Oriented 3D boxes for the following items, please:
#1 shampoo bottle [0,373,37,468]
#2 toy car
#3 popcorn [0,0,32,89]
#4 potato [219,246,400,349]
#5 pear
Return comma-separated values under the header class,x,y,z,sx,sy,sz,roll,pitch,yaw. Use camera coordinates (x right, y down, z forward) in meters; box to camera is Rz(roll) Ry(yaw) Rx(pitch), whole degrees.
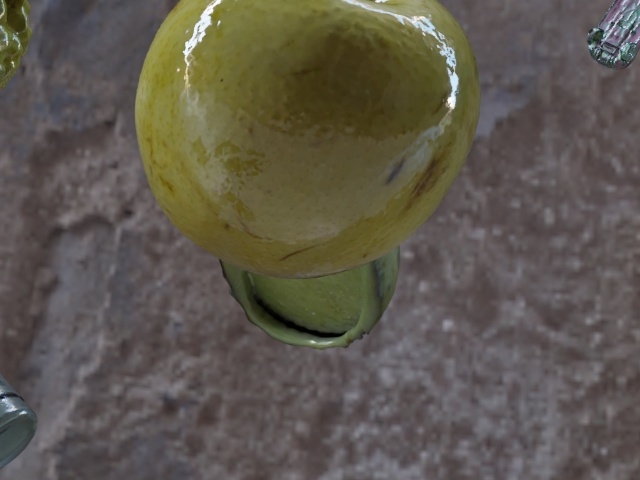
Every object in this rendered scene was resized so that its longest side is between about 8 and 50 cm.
class,x,y,z,sx,sy,sz,roll,pitch,yaw
shampoo bottle,-0.388,0.114,1.511,0.262,0.085,0.085,44,-11,24
toy car,0.414,-0.290,2.027,0.069,0.142,0.055,32,-6,35
popcorn,-0.462,-0.247,1.773,0.249,0.249,0.225,15,-19,-20
potato,0.000,0.000,2.264,0.330,0.213,0.280,20,-45,28
pear,-0.015,-0.130,1.542,0.348,0.348,0.348,5,-24,2
